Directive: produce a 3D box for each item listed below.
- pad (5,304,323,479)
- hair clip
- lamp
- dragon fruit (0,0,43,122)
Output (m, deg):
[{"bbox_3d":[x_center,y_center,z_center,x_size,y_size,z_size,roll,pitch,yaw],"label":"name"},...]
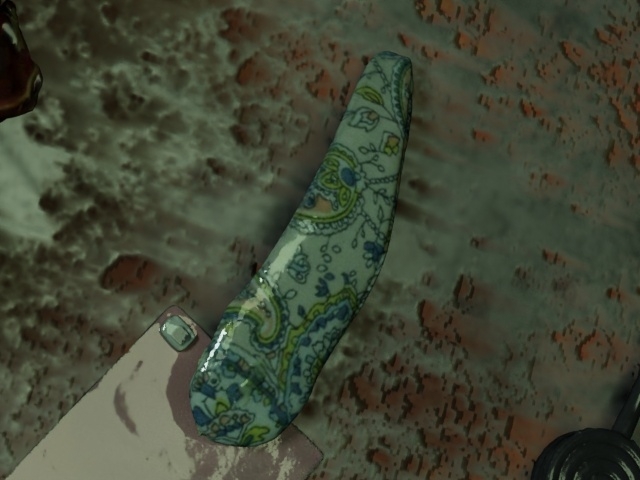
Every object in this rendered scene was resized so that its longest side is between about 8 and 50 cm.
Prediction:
[{"bbox_3d":[-0.095,0.135,0.743,0.113,0.006,0.188,47,72,-10],"label":"pad"},{"bbox_3d":[0.001,0.000,0.773,0.066,0.036,0.229,33,72,-24],"label":"hair clip"},{"bbox_3d":[0.234,0.001,0.820,0.130,0.108,0.371,46,72,-10],"label":"lamp"},{"bbox_3d":[-0.238,-0.105,0.610,0.250,0.250,0.315,50,52,-8],"label":"dragon fruit"}]
